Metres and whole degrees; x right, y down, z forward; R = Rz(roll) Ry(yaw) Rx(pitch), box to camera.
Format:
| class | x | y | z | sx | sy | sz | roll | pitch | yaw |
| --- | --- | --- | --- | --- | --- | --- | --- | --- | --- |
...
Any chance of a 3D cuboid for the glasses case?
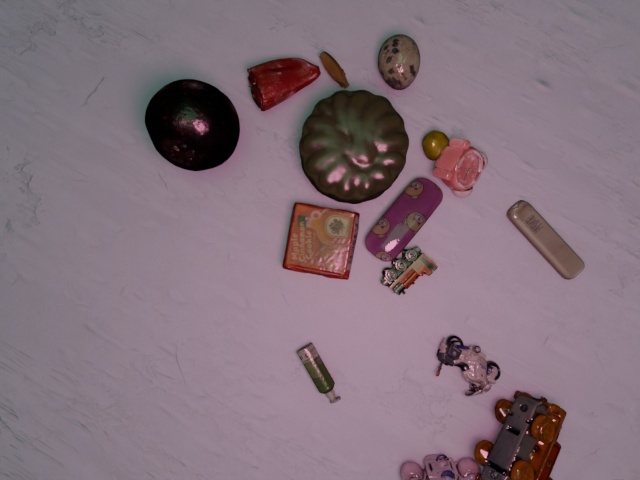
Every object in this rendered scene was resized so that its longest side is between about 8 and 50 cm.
| class | x | y | z | sx | sy | sz | roll | pitch | yaw |
| --- | --- | --- | --- | --- | --- | --- | --- | --- | --- |
| glasses case | 0.279 | -0.070 | 1.360 | 0.123 | 0.076 | 0.316 | 39 | 87 | 14 |

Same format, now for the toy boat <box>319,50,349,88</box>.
| class | x | y | z | sx | sy | sz | roll | pitch | yaw |
| --- | --- | --- | --- | --- | --- | --- | --- | --- | --- |
| toy boat | 0.050 | -0.595 | 1.419 | 0.047 | 0.049 | 0.149 | -36 | 88 | 30 |

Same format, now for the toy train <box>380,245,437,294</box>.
| class | x | y | z | sx | sy | sz | roll | pitch | yaw |
| --- | --- | --- | --- | --- | --- | --- | --- | --- | --- |
| toy train | 0.288 | 0.104 | 1.357 | 0.118 | 0.074 | 0.176 | 45 | 87 | 0 |

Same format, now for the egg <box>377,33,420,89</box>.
| class | x | y | z | sx | sy | sz | roll | pitch | yaw |
| --- | --- | --- | --- | --- | --- | --- | --- | --- | --- |
| egg | 0.262 | -0.592 | 1.365 | 0.141 | 0.141 | 0.181 | -4 | 85 | 2 |

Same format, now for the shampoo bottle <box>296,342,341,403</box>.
| class | x | y | z | sx | sy | sz | roll | pitch | yaw |
| --- | --- | --- | --- | --- | --- | --- | --- | --- | --- |
| shampoo bottle | -0.002 | 0.441 | 1.347 | 0.065 | 0.065 | 0.204 | -30 | 86 | 0 |

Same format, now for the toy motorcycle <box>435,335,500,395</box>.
| class | x | y | z | sx | sy | sz | roll | pitch | yaw |
| --- | --- | --- | --- | --- | --- | --- | --- | --- | --- |
| toy motorcycle | 0.474 | 0.413 | 1.321 | 0.221 | 0.102 | 0.150 | 35 | 67 | 1 |

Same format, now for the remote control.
| class | x | y | z | sx | sy | sz | roll | pitch | yaw |
| --- | --- | --- | --- | --- | --- | --- | --- | --- | --- |
| remote control | 0.753 | -0.003 | 1.362 | 0.090 | 0.038 | 0.309 | -42 | 87 | -2 |

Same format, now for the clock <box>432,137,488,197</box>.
| class | x | y | z | sx | sy | sz | roll | pitch | yaw |
| --- | --- | --- | --- | --- | --- | --- | --- | --- | --- |
| clock | 0.463 | -0.238 | 1.346 | 0.162 | 0.093 | 0.166 | 26 | 94 | -34 |

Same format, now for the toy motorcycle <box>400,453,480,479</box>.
| class | x | y | z | sx | sy | sz | roll | pitch | yaw |
| --- | --- | --- | --- | --- | --- | --- | --- | --- | --- |
| toy motorcycle | 0.383 | 0.754 | 1.307 | 0.254 | 0.112 | 0.112 | -4 | 86 | 0 |

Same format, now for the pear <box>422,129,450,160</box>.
| class | x | y | z | sx | sy | sz | roll | pitch | yaw |
| --- | --- | --- | --- | --- | --- | --- | --- | --- | --- |
| pear | 0.385 | -0.319 | 1.375 | 0.092 | 0.092 | 0.097 | 21 | 103 | 3 |

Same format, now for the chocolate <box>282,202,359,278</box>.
| class | x | y | z | sx | sy | sz | roll | pitch | yaw |
| --- | --- | --- | --- | --- | --- | --- | --- | --- | --- |
| chocolate | 0.000 | 0.000 | 1.355 | 0.235 | 0.108 | 0.237 | 11 | 88 | 4 |

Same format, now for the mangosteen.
| class | x | y | z | sx | sy | sz | roll | pitch | yaw |
| --- | --- | --- | --- | --- | --- | --- | --- | --- | --- |
| mangosteen | -0.395 | -0.374 | 1.320 | 0.297 | 0.313 | 0.297 | 10 | 122 | 16 |

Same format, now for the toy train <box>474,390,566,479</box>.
| class | x | y | z | sx | sy | sz | roll | pitch | yaw |
| --- | --- | --- | --- | --- | --- | --- | --- | --- | --- |
| toy train | 0.618 | 0.658 | 1.246 | 0.232 | 0.163 | 0.369 | 41 | 73 | -25 |

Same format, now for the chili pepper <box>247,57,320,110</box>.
| class | x | y | z | sx | sy | sz | roll | pitch | yaw |
| --- | --- | --- | --- | --- | --- | --- | --- | --- | --- |
| chili pepper | -0.126 | -0.559 | 1.404 | 0.253 | 0.136 | 0.144 | -26 | 41 | -10 |

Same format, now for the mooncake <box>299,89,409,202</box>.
| class | x | y | z | sx | sy | sz | roll | pitch | yaw |
| --- | --- | --- | --- | --- | --- | --- | --- | --- | --- |
| mooncake | 0.105 | -0.298 | 1.327 | 0.356 | 0.194 | 0.356 | 0 | 86 | 3 |
